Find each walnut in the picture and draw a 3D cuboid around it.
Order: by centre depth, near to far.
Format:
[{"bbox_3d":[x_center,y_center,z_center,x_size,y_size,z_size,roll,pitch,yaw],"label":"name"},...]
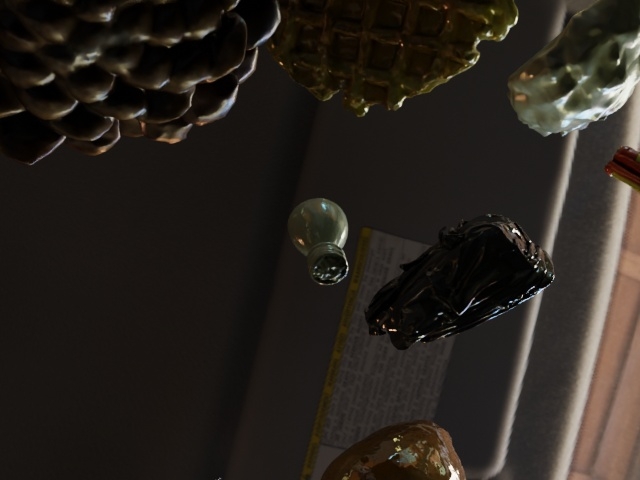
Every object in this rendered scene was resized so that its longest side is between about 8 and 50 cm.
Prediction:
[{"bbox_3d":[0.126,0.386,1.046,0.336,0.208,0.209,-24,-74,-48],"label":"walnut"}]

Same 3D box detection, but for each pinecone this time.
[{"bbox_3d":[-0.149,-0.171,0.456,0.264,0.264,0.264,-2,-84,-25],"label":"pinecone"}]

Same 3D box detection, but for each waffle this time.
[{"bbox_3d":[0.060,-0.307,0.772,0.302,0.324,0.068,57,-152,-7],"label":"waffle"}]

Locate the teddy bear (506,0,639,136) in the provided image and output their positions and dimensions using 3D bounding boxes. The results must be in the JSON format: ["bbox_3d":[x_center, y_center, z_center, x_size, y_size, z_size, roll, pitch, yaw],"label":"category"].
[{"bbox_3d":[0.387,-0.097,0.462,0.375,0.327,0.362,-41,-95,17],"label":"teddy bear"}]

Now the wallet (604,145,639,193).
[{"bbox_3d":[0.479,-0.072,0.908,0.241,0.141,0.067,1,-55,-53],"label":"wallet"}]

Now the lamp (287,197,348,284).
[{"bbox_3d":[0.000,0.000,1.142,0.106,0.193,0.106,-3,-60,-5],"label":"lamp"}]

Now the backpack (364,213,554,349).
[{"bbox_3d":[0.173,0.057,0.924,0.258,0.206,0.133,-37,-91,19],"label":"backpack"}]

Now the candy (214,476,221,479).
[{"bbox_3d":[-0.252,0.358,0.765,0.187,0.077,0.331,-55,-26,9],"label":"candy"}]
